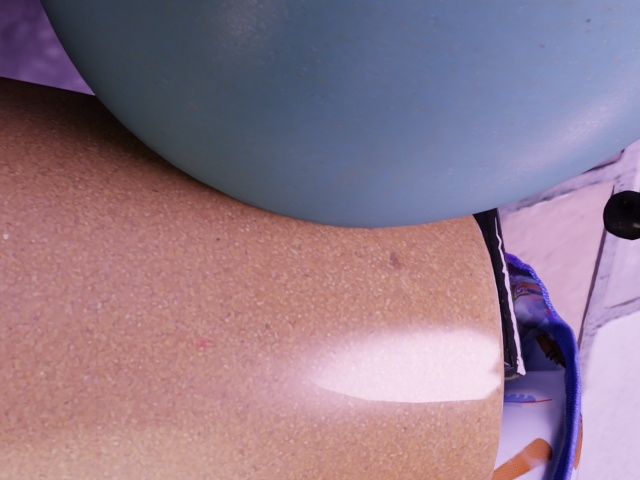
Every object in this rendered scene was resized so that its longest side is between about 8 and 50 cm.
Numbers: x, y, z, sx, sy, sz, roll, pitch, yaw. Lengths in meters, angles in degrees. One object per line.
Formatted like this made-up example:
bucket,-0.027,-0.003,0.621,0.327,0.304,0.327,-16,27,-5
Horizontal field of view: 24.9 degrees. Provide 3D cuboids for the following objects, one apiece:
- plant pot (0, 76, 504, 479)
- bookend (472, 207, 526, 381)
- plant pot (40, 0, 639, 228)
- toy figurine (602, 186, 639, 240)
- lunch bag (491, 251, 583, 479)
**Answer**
plant pot,-0.070,0.049,0.537,0.254,0.237,0.237,0,131,-10
bookend,0.000,0.000,0.675,0.156,0.072,0.157,-10,94,-14
plant pot,0.032,-0.143,0.457,0.293,0.293,0.235,-4,143,-33
toy figurine,0.191,-0.089,0.668,0.209,0.213,0.148,-40,150,0
lunch bag,0.010,0.224,0.789,0.385,0.239,0.328,-56,159,-46
